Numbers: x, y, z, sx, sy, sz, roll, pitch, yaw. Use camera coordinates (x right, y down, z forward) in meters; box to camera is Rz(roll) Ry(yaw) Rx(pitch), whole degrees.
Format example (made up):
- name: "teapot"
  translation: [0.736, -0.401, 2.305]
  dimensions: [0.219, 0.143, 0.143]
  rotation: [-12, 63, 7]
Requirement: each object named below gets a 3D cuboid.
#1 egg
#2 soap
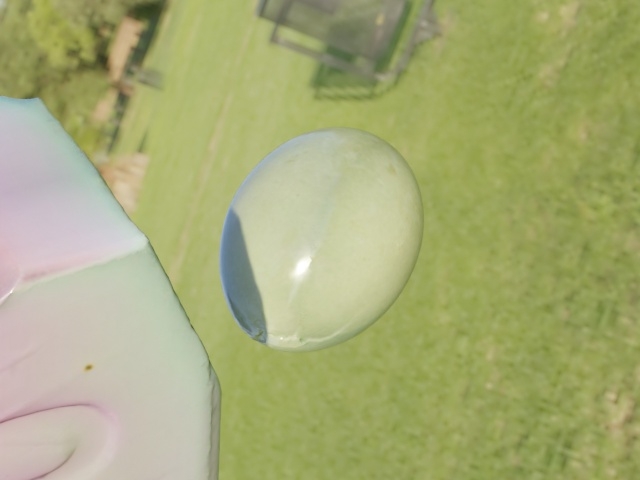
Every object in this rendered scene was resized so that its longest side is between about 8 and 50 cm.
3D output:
- name: "egg"
  translation: [0.000, 0.000, 0.893]
  dimensions: [0.152, 0.114, 0.114]
  rotation: [-62, 3, -35]
- name: "soap"
  translation: [-0.143, 0.103, 0.639]
  dimensions: [0.109, 0.193, 0.324]
  rotation: [52, 148, 40]
